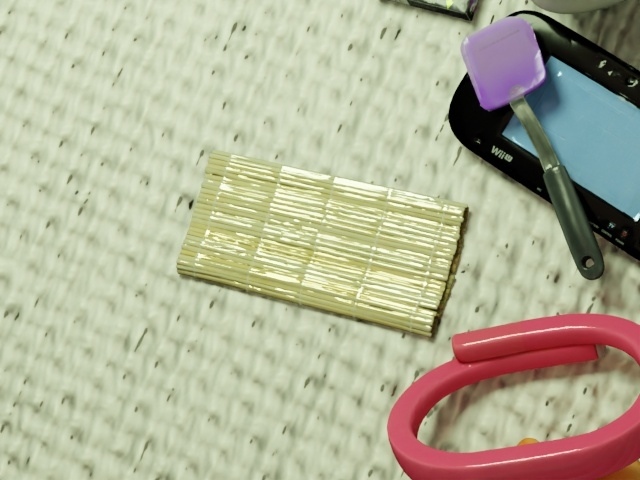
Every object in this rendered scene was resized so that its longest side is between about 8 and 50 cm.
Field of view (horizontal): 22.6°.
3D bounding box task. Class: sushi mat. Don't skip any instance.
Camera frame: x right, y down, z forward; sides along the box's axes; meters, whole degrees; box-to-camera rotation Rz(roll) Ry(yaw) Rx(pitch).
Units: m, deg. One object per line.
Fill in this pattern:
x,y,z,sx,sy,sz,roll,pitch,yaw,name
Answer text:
0.000,0.000,1.785,0.316,0.019,0.151,13,83,19,sushi mat

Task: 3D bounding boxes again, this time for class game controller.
0.291,-0.108,1.691,0.319,0.067,0.166,35,91,20,game controller

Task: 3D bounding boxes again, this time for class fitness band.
0.208,0.166,1.609,0.291,0.054,0.209,-12,35,16,fitness band

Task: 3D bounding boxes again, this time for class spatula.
0.232,-0.096,1.676,0.084,0.030,0.296,-27,81,24,spatula

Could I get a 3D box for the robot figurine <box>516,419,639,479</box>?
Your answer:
0.251,0.287,1.600,0.219,0.128,0.158,-46,45,5,robot figurine

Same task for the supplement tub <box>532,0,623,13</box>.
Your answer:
0.262,-0.428,1.669,0.235,0.235,0.325,-26,74,11,supplement tub

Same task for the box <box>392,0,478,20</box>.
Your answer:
0.138,-0.338,1.799,0.116,0.029,0.162,16,84,19,box
